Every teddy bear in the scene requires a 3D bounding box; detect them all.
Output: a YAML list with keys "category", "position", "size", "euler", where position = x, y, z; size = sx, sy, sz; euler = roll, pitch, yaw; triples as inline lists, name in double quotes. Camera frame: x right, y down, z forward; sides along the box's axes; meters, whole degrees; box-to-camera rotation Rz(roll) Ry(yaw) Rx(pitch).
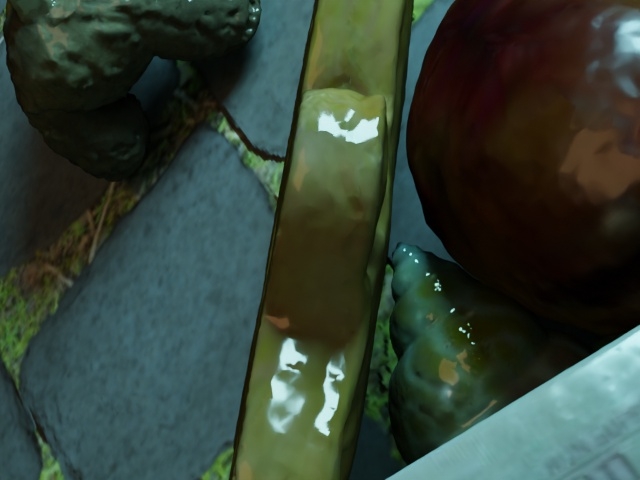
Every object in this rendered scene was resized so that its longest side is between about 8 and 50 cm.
- category: "teddy bear"
  position: [-0.137, -0.159, 0.878]
  size: [0.177, 0.140, 0.190]
  euler: [-44, 38, 29]

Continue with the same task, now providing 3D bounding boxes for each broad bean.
- category: "broad bean"
  position: [0.108, -0.056, 0.555]
  size: [0.156, 0.122, 0.228]
  euler: [-51, 26, 24]

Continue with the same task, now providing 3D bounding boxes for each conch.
- category: "conch"
  position: [0.079, 0.102, 0.560]
  size: [0.116, 0.106, 0.172]
  euler: [33, 114, 61]

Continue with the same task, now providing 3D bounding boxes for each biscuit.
- category: "biscuit"
  position: [0.003, 0.000, 0.625]
  size: [0.275, 0.052, 0.354]
  euler: [105, 176, -59]

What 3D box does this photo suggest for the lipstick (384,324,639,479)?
- category: "lipstick"
  position: [0.061, 0.108, 0.447]
  size: [0.371, 0.079, 0.076]
  euler: [-30, 56, -7]
